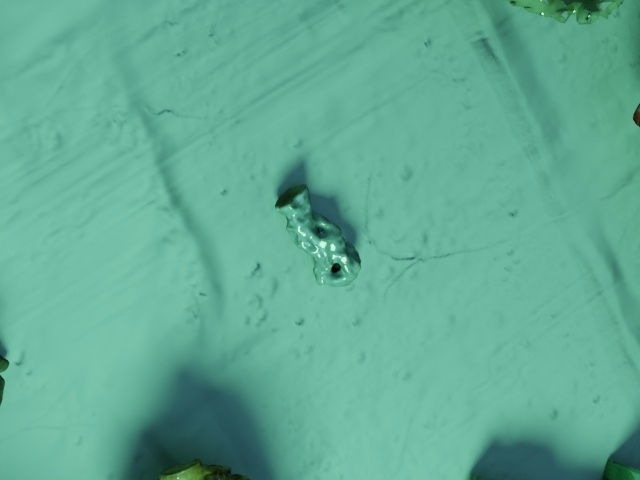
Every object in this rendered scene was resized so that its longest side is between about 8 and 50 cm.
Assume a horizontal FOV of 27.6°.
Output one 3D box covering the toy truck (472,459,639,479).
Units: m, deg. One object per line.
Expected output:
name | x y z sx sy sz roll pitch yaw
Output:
toy truck | 0.199 0.206 1.020 0.175 0.067 0.081 19 84 -20

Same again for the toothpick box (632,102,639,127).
toothpick box | 0.403 -0.019 0.916 0.204 0.204 0.333 -31 77 -16

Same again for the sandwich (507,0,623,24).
sandwich | 0.194 -0.263 0.838 0.325 0.262 0.131 -13 138 -20

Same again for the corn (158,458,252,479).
corn | -0.061 0.296 0.896 0.119 0.119 0.321 -21 109 -18

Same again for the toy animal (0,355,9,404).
toy animal | -0.264 0.165 0.788 0.176 0.217 0.073 -18 143 -3

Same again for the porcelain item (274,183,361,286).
porcelain item | 0.000 0.000 0.926 0.036 0.028 0.083 -32 110 2
